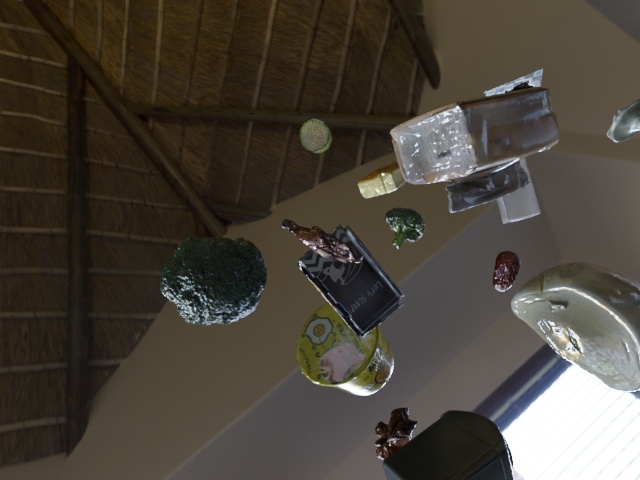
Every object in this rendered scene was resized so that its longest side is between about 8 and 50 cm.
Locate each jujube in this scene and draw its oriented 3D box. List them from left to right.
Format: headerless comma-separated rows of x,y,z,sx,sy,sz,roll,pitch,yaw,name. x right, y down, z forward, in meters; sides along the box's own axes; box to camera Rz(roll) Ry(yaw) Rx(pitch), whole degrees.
0.587,0.098,1.382,0.077,0.077,0.130,9,-78,-28,jujube

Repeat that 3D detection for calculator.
0.082,0.105,1.100,0.165,0.028,0.274,-39,-76,-1,calculator

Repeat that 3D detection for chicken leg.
0.001,0.000,0.973,0.205,0.093,0.053,30,-84,5,chicken leg

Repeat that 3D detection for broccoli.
-0.298,0.099,1.268,0.297,0.297,0.298,-5,-66,-11,broccoli
0.312,-0.046,1.638,0.160,0.154,0.167,-62,-22,0,broccoli

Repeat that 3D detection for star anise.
0.207,0.569,1.233,0.110,0.196,0.213,7,-63,9,star anise

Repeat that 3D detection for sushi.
0.689,-0.552,1.576,0.200,0.031,0.139,-18,-20,17,sushi

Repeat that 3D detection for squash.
-0.006,-0.309,1.322,0.095,0.188,0.095,1,-84,7,squash

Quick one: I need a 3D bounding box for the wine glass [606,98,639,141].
0.653,-0.175,0.790,0.103,0.222,0.103,-15,-46,-16,wine glass

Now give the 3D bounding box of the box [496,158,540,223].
0.658,-0.196,1.505,0.110,0.194,0.261,-17,-95,17,box

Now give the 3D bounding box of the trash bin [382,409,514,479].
0.266,0.452,0.880,0.236,0.176,0.101,-23,-74,-22,trash bin

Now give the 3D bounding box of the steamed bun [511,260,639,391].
0.747,0.191,1.174,0.246,0.383,0.236,-19,-45,-33,steamed bun

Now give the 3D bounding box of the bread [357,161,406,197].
0.211,-0.200,1.386,0.188,0.125,0.068,-38,-69,-52,bread

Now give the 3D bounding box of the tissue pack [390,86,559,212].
0.352,-0.196,0.971,0.305,0.238,0.239,-19,-64,-31,tissue pack

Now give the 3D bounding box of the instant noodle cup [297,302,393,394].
0.112,0.410,1.602,0.325,0.325,0.254,-46,-45,-4,instant noodle cup
